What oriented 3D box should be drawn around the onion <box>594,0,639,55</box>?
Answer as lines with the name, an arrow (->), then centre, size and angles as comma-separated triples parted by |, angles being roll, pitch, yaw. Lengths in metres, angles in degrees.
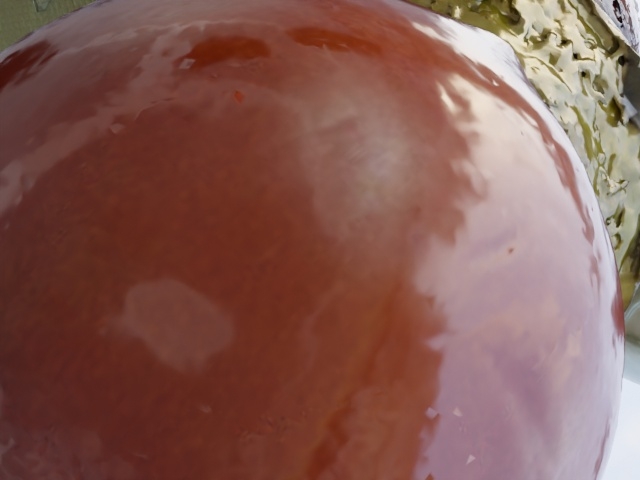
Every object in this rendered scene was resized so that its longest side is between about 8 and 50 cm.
onion -> 0.255, -0.272, 1.496 | 0.146, 0.314, 0.280 | -42, 174, 4

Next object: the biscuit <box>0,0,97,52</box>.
biscuit -> -0.278, -0.266, 1.491 | 0.250, 0.147, 0.046 | -5, -164, 25

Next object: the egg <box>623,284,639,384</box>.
egg -> 0.344, 0.004, 1.313 | 0.336, 0.278, 0.278 | 41, -80, 26

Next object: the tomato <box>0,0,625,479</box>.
tomato -> -0.026, 0.037, 0.578 | 0.321, 0.321, 0.321 | -42, -150, 31

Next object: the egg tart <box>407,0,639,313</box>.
egg tart -> 0.047, -0.039, 0.812 | 0.341, 0.341, 0.132 | -53, -172, 11
